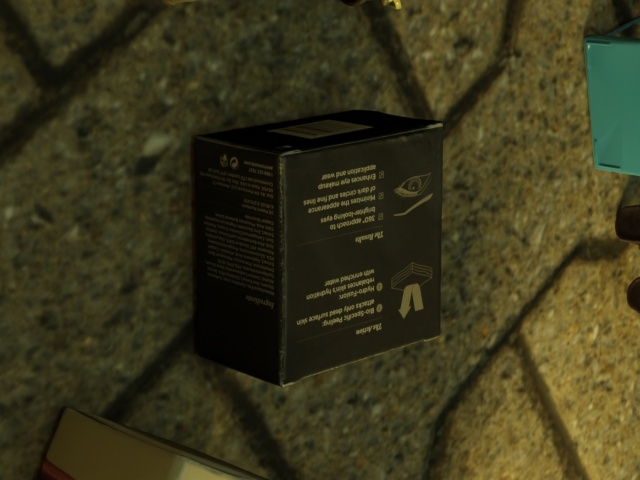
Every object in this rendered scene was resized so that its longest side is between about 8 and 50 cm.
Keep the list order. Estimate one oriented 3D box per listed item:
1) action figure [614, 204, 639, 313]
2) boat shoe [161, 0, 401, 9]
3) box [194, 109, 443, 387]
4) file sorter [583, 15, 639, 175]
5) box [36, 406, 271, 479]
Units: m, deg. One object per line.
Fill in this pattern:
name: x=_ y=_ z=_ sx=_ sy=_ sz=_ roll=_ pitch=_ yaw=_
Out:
action figure: x=0.378 y=0.039 z=1.504 sx=0.285 sy=0.099 sz=0.185 roll=8 pitch=86 yaw=-50
boat shoe: x=0.018 y=-0.199 z=1.078 sx=0.305 sy=0.109 sz=0.091 roll=-6 pitch=105 yaw=-38
box: x=0.000 y=0.000 z=1.118 sx=0.156 sy=0.093 sz=0.158 roll=-13 pitch=108 yaw=-43
file sorter: x=0.321 y=-0.120 z=1.354 sx=0.104 sy=0.170 sz=0.118 roll=-30 pitch=120 yaw=-41
box: x=-0.119 y=0.244 z=1.040 sx=0.148 sy=0.127 sz=0.232 roll=29 pitch=80 yaw=-45
